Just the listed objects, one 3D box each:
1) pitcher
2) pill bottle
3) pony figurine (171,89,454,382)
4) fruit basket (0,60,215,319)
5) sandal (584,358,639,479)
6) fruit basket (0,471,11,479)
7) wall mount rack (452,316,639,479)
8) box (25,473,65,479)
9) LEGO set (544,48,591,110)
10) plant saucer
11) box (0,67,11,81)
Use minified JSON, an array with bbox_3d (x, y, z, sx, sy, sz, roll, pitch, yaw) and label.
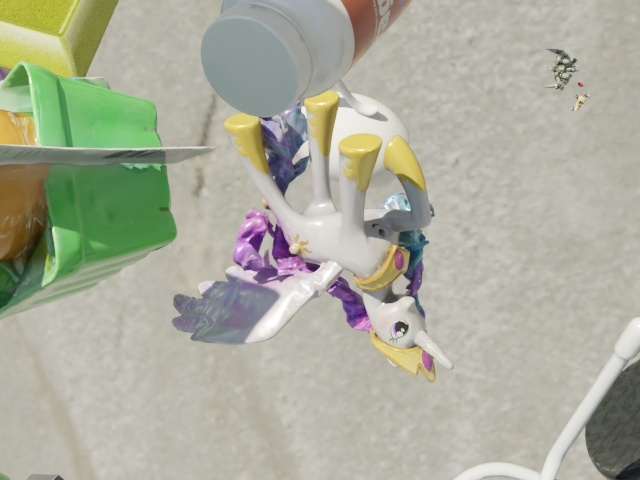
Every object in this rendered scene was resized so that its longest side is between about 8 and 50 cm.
[{"bbox_3d":[0.022,-0.160,1.720,0.178,0.207,0.126,131,154,-52],"label":"pitcher"},{"bbox_3d":[-0.009,-0.196,1.092,0.121,0.216,0.121,17,132,20],"label":"pill bottle"},{"bbox_3d":[0.000,0.000,1.595,0.351,0.303,0.364,14,131,38],"label":"pony figurine"},{"bbox_3d":[-0.298,-0.033,0.905,0.327,0.353,0.166,-25,66,56],"label":"fruit basket"},{"bbox_3d":[0.430,0.092,1.076,0.445,0.107,0.168,-34,28,30],"label":"sandal"},{"bbox_3d":[-0.426,0.264,0.980,0.392,0.392,0.283,130,135,-57],"label":"fruit basket"},{"bbox_3d":[0.276,0.232,0.993,0.130,0.350,0.304,-158,88,-87],"label":"wall mount rack"},{"bbox_3d":[-0.363,0.414,1.811,0.158,0.093,0.156,45,155,-13],"label":"box"},{"bbox_3d":[0.292,-0.192,1.497,0.054,0.083,0.023,-60,23,-12],"label":"LEGO set"},{"bbox_3d":[-0.332,-0.278,1.447,0.045,0.188,0.188,105,180,-57],"label":"plant saucer"},{"bbox_3d":[-0.350,-0.087,1.607,0.243,0.117,0.213,55,-172,14],"label":"box"}]
